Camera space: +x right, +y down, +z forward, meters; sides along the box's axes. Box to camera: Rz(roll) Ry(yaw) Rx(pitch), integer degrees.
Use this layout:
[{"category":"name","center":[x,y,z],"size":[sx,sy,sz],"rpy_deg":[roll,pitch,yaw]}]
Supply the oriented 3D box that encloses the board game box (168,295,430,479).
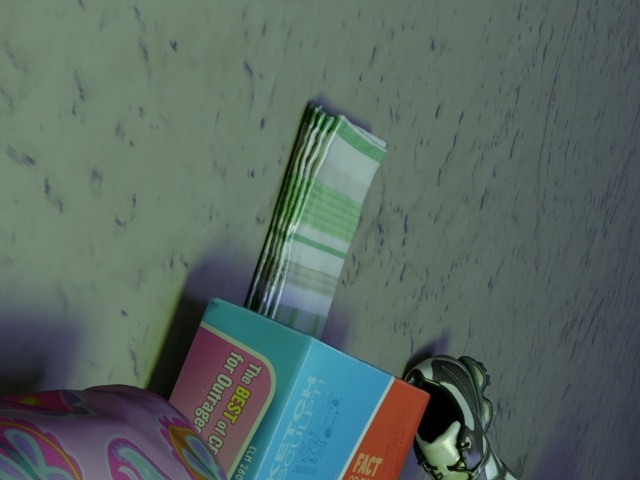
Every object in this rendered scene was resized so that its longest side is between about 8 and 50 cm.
[{"category":"board game box","center":[-0.051,0.208,0.760],"size":[0.317,0.064,0.242],"rpy_deg":[-68,157,-5]}]

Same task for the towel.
[{"category":"towel","center":[0.000,0.000,0.814],"size":[0.113,0.023,0.152],"rpy_deg":[19,88,-67]}]

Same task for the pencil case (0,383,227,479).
[{"category":"pencil case","center":[-0.132,0.105,0.458],"size":[0.284,0.124,0.124],"rpy_deg":[25,82,-69]}]

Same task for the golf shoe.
[{"category":"golf shoe","center":[0.112,0.190,1.075],"size":[0.094,0.077,0.198],"rpy_deg":[11,55,-56]}]
